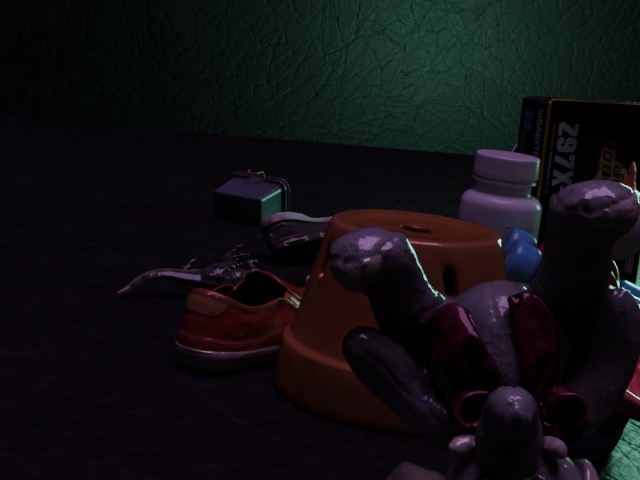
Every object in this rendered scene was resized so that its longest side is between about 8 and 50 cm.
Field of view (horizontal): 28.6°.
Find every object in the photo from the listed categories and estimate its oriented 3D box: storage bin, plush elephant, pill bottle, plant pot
[{"bbox_3d":[-0.139,-0.081,2.428,0.135,0.098,0.091,11,23,23],"label":"storage bin"},{"bbox_3d":[0.156,0.152,1.078,0.271,0.330,0.255,-6,34,3],"label":"plush elephant"},{"bbox_3d":[0.282,-0.023,1.993,0.131,0.229,0.131,6,11,-1],"label":"pill bottle"},{"bbox_3d":[0.101,0.081,1.457,0.290,0.204,0.291,7,11,-1],"label":"plant pot"}]

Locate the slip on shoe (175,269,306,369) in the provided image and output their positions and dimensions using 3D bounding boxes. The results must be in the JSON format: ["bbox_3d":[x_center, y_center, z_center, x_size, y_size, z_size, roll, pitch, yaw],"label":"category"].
[{"bbox_3d":[-0.059,0.088,1.596,0.123,0.101,0.331,11,11,32],"label":"slip on shoe"}]

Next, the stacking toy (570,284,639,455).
[{"bbox_3d":[0.355,0.192,1.420,0.279,0.130,0.309,36,22,11],"label":"stacking toy"}]

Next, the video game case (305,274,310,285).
[{"bbox_3d":[0.076,0.067,1.970,0.157,0.019,0.143,11,12,23],"label":"video game case"}]

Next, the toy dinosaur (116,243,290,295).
[{"bbox_3d":[-0.158,0.052,1.830,0.268,0.064,0.118,2,18,-5],"label":"toy dinosaur"}]

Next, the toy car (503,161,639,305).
[{"bbox_3d":[0.401,-0.005,1.807,0.219,0.238,0.210,27,12,1],"label":"toy car"}]

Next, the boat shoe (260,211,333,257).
[{"bbox_3d":[0.000,0.000,2.151,0.227,0.069,0.081,3,-29,-36],"label":"boat shoe"}]

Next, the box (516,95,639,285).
[{"bbox_3d":[0.440,-0.078,2.114,0.257,0.322,0.079,0,12,-31],"label":"box"}]

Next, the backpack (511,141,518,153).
[{"bbox_3d":[0.418,-0.061,2.299,0.225,0.191,0.253,16,54,42],"label":"backpack"}]
